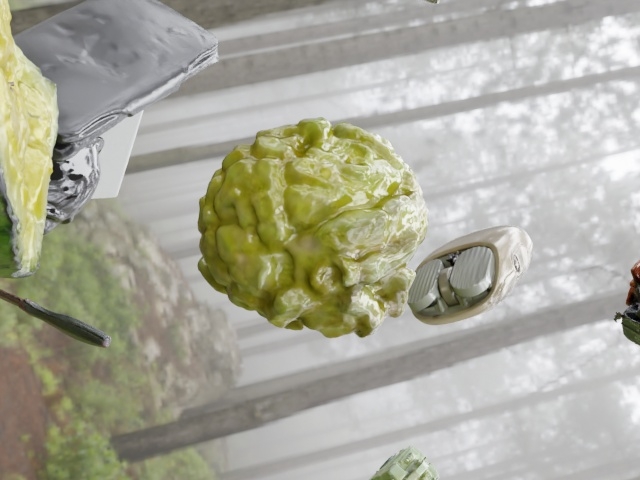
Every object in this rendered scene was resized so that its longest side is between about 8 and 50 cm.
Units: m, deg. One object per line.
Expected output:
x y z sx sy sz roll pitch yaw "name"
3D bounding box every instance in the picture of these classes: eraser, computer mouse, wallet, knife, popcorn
-0.375 -0.177 1.674 0.298 0.078 0.076 125 -46 -56 "eraser"
0.204 0.038 1.302 0.236 0.145 0.081 -34 104 -55 "computer mouse"
-0.293 -0.239 1.280 0.197 0.377 0.051 33 -48 8 "wallet"
-0.289 0.072 0.976 0.247 0.018 0.035 13 -19 41 "knife"
0.000 0.000 0.986 0.212 0.259 0.259 45 -33 50 "popcorn"

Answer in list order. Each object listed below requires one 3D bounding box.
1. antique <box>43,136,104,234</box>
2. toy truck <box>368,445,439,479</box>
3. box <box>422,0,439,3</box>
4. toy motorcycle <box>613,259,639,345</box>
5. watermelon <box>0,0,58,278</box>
-0.436 -0.075 1.266 0.255 0.322 0.185 -5 -71 58 "antique"
0.109 0.396 1.485 0.085 0.191 0.116 45 -37 10 "toy truck"
0.060 -0.238 0.815 0.045 0.098 0.062 -65 -160 12 "box"
0.543 0.144 1.233 0.326 0.148 0.221 33 -27 34 "toy motorcycle"
-0.277 -0.125 0.623 0.331 0.190 0.330 174 -90 -87 "watermelon"
